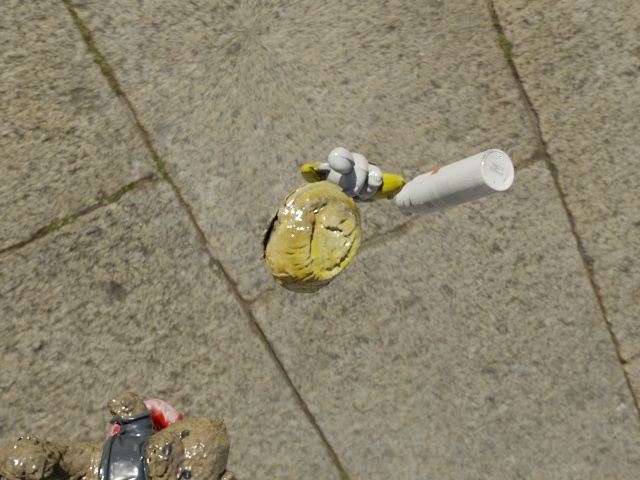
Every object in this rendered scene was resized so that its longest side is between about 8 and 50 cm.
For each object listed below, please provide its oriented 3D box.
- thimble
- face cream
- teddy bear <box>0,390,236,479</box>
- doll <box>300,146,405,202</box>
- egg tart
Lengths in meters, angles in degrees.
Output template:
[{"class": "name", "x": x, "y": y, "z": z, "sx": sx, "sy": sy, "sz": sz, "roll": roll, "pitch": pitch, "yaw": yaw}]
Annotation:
[{"class": "thimble", "x": -0.324, "y": 0.411, "z": 1.248, "sx": 0.163, "sy": 0.190, "sz": 0.125, "roll": -1, "pitch": 144, "yaw": 9}, {"class": "face cream", "x": 0.300, "y": -0.126, "z": 1.540, "sx": 0.102, "sy": 0.345, "sz": 0.102, "roll": 5, "pitch": 80, "yaw": -29}, {"class": "teddy bear", "x": -0.223, "y": 0.261, "z": 0.718, "sx": 0.251, "sy": 0.129, "sz": 0.182, "roll": -8, "pitch": 69, "yaw": -19}, {"class": "doll", "x": 0.068, "y": -0.144, "z": 1.519, "sx": 0.237, "sy": 0.252, "sz": 0.111, "roll": 18, "pitch": 80, "yaw": -26}, {"class": "egg tart", "x": 0.000, "y": 0.000, "z": 1.311, "sx": 0.252, "sy": 0.098, "sz": 0.232, "roll": -20, "pitch": 112, "yaw": -32}]
